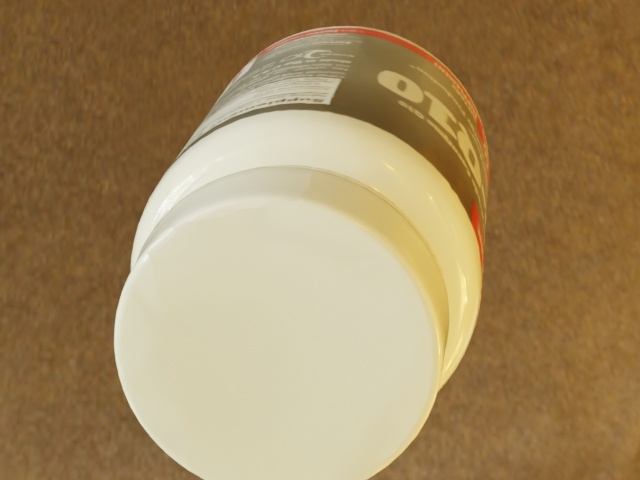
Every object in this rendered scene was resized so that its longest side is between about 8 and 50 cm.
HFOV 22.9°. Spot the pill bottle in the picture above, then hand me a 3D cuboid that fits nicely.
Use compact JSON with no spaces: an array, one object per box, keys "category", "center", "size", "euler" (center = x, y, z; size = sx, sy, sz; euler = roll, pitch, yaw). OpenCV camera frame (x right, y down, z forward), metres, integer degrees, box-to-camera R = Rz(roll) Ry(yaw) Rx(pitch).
[{"category":"pill bottle","center":[0.000,0.000,0.770],"size":[0.161,0.283,0.161],"euler":[2,110,6]}]
